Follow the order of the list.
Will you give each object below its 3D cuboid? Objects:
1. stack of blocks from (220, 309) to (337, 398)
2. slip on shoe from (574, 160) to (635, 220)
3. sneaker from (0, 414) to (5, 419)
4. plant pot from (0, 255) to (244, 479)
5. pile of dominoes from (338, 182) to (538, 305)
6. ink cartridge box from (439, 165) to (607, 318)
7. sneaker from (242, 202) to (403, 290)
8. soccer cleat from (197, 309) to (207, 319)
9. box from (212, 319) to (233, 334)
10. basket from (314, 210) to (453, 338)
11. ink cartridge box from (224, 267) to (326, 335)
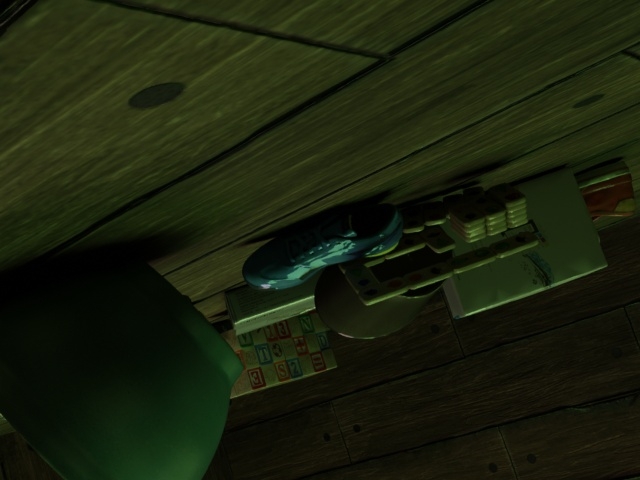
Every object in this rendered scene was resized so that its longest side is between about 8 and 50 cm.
[{"bbox_3d":[-0.104,0.218,1.852,0.087,0.171,0.297,-24,169,33],"label":"stack of blocks"},{"bbox_3d":[0.410,-0.038,1.577,0.123,0.101,0.331,-12,171,-46],"label":"slip on shoe"},{"bbox_3d":[-0.553,0.256,1.442,0.076,0.064,0.167,9,175,-41],"label":"sneaker"},{"bbox_3d":[-0.206,0.142,0.925,0.196,0.293,0.293,-44,178,-15],"label":"plant pot"},{"bbox_3d":[0.138,-0.014,1.142,0.251,0.040,0.196,-19,-153,-10],"label":"pile of dominoes"},{"bbox_3d":[0.303,0.009,1.409,0.233,0.168,0.171,-19,172,0],"label":"ink cartridge box"},{"bbox_3d":[0.000,0.000,1.084,0.209,0.069,0.082,-18,157,-2],"label":"sneaker"},{"bbox_3d":[-0.322,0.192,1.489,0.289,0.093,0.121,-33,-161,1],"label":"soccer cleat"},{"bbox_3d":[-0.276,0.250,1.940,0.158,0.093,0.156,-15,171,-30],"label":"box"},{"bbox_3d":[0.104,0.049,1.332,0.204,0.154,0.227,-23,169,-15],"label":"basket"},{"bbox_3d":[-0.034,0.094,1.596,0.275,0.060,0.239,-18,172,-9],"label":"ink cartridge box"}]
